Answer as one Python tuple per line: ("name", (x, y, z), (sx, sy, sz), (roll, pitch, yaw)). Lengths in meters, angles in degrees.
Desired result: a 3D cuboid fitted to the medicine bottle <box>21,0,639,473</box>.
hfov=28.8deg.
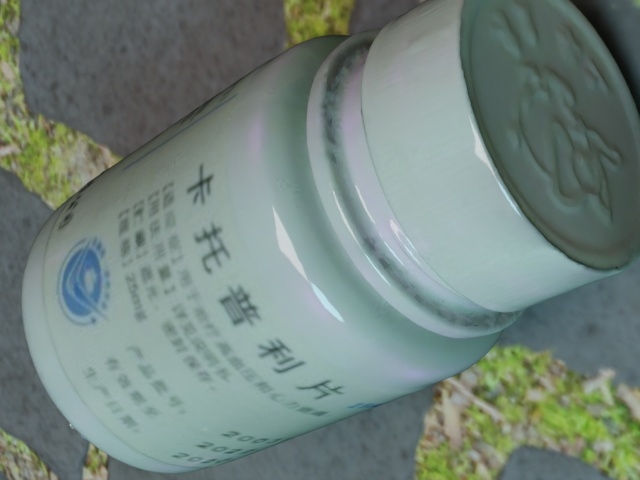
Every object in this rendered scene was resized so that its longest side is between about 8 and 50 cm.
("medicine bottle", (0.000, 0.000, 0.593), (0.293, 0.170, 0.170), (-26, 88, 39))
